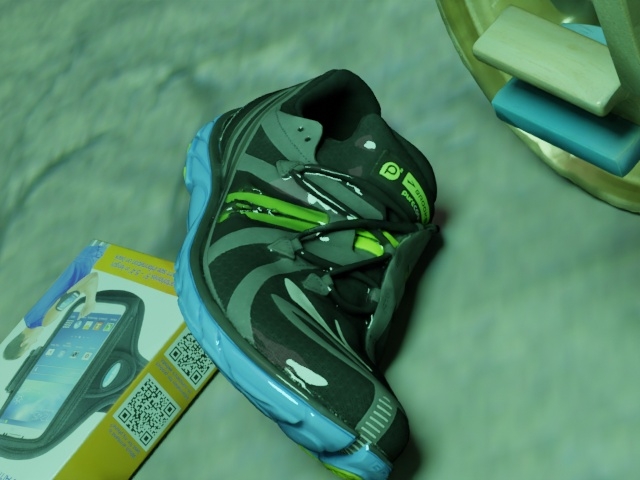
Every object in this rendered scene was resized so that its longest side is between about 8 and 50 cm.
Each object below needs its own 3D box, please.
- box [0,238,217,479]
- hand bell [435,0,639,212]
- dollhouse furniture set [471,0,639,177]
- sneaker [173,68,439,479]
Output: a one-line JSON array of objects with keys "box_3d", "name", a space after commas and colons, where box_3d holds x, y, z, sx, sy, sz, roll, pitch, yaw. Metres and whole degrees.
[{"box_3d": [-0.092, 0.062, 0.593, 0.081, 0.028, 0.136, 14, 56, 49], "name": "box"}, {"box_3d": [0.162, -0.124, 0.551, 0.242, 0.126, 0.126, -36, 32, -23], "name": "hand bell"}, {"box_3d": [0.130, -0.054, 0.405, 0.183, 0.129, 0.129, 31, 70, 39], "name": "dollhouse furniture set"}, {"box_3d": [0.000, 0.000, 0.548, 0.078, 0.067, 0.188, -34, 31, 16], "name": "sneaker"}]
